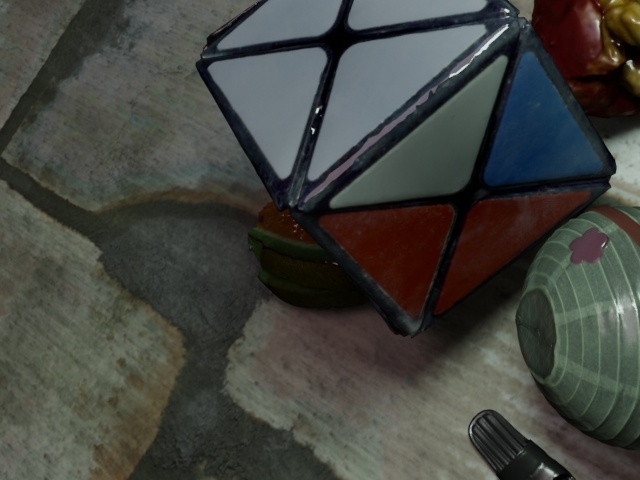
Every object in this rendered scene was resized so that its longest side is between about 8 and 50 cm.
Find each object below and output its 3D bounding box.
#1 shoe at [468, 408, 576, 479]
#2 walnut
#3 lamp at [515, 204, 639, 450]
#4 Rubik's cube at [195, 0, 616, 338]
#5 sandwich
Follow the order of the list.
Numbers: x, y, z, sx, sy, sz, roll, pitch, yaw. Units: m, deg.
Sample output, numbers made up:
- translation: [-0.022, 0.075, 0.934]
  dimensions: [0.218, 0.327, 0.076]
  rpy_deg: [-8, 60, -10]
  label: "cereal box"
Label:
- translation: [0.215, 0.241, 1.229]
  dimensions: [0.062, 0.053, 0.159]
  rpy_deg: [-46, 49, 0]
  label: "shoe"
- translation: [0.342, -0.287, 1.285]
  dimensions: [0.221, 0.244, 0.269]
  rpy_deg: [-15, 58, 12]
  label: "walnut"
- translation: [0.322, 0.083, 1.137]
  dimensions: [0.233, 0.233, 0.265]
  rpy_deg: [-41, 33, 8]
  label: "lamp"
- translation: [0.088, -0.131, 1.221]
  dimensions: [0.307, 0.305, 0.310]
  rpy_deg: [-39, 47, 8]
  label: "Rubik's cube"
- translation: [0.007, 0.002, 1.450]
  dimensions: [0.184, 0.109, 0.160]
  rpy_deg: [12, 56, 36]
  label: "sandwich"
